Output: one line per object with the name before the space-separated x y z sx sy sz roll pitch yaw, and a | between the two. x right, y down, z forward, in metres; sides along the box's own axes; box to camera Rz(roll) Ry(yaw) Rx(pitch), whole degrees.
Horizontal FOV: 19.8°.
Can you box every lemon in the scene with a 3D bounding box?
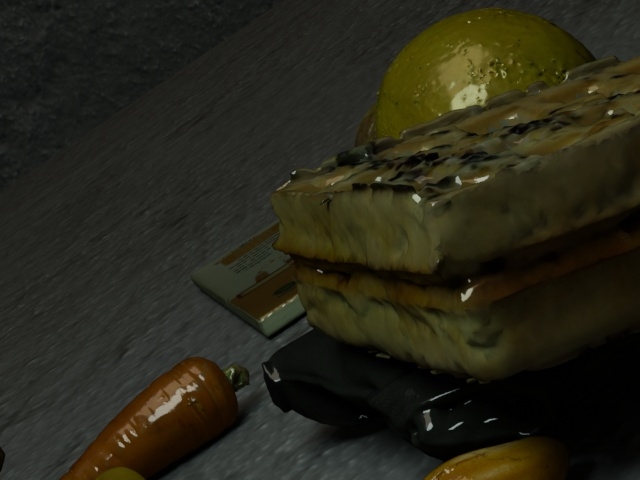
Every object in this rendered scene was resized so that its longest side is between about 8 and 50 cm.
lemon | 0.128 -0.084 1.338 0.173 0.173 0.206 -31 26 3

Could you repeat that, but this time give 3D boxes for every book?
book | 0.000 0.000 1.631 0.208 0.020 0.295 -33 14 -9

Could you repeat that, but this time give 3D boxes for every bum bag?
bum bag | 0.061 0.080 1.110 0.142 0.080 0.326 -24 11 -16

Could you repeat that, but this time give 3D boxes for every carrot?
carrot | -0.159 0.165 1.327 0.256 0.061 0.061 -36 14 -6

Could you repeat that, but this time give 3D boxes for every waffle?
waffle | 0.178 -0.043 1.032 0.376 0.114 0.261 -21 12 -19

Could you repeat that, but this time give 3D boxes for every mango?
mango | 0.089 0.127 0.945 0.089 0.046 0.060 -30 13 -11

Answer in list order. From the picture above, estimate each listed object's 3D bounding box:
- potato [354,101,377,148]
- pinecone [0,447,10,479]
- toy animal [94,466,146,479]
potato | 0.073 -0.101 1.696 0.096 0.066 0.103 -18 12 15
pinecone | -0.316 0.194 1.239 0.201 0.202 0.229 32 99 40
toy animal | -0.149 0.216 0.956 0.230 0.156 0.156 -39 15 -15
